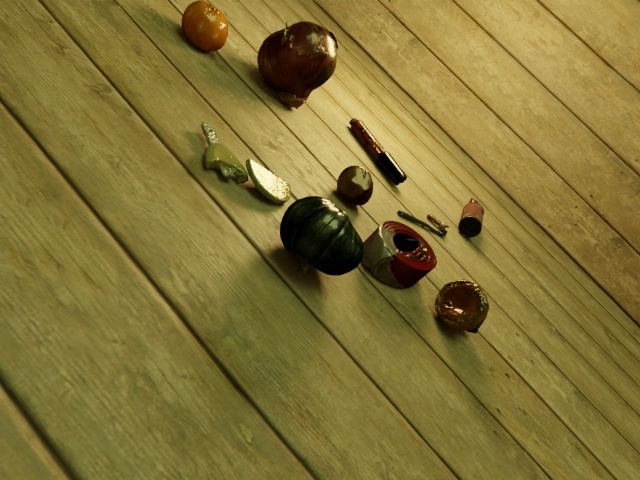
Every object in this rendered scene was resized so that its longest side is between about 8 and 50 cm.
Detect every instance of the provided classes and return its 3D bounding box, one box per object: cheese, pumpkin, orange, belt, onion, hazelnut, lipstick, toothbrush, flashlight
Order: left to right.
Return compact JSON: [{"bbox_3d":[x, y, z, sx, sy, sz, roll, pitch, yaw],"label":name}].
[{"bbox_3d":[-0.450,-0.845,1.852,0.193,0.161,0.193,34,28,-21],"label":"orange"},{"bbox_3d":[-0.305,-0.269,1.416,0.127,0.050,0.235,6,48,-44],"label":"cheese"},{"bbox_3d":[-0.097,-0.772,1.998,0.353,0.353,0.353,29,33,-22],"label":"onion"},{"bbox_3d":[0.000,0.000,1.298,0.250,0.216,0.250,29,1,0],"label":"pumpkin"},{"bbox_3d":[0.130,-0.203,1.770,0.143,0.143,0.154,-13,69,-54],"label":"hazelnut"},{"bbox_3d":[0.265,-0.429,2.242,0.077,0.077,0.418,-3,52,-50],"label":"lipstick"},{"bbox_3d":[0.263,0.046,1.625,0.324,0.115,0.227,1,48,-50],"label":"belt"},{"bbox_3d":[0.448,-0.075,2.065,0.297,0.030,0.030,21,11,-29],"label":"toothbrush"},{"bbox_3d":[0.536,-0.083,2.171,0.110,0.052,0.031,36,67,0],"label":"flashlight"}]

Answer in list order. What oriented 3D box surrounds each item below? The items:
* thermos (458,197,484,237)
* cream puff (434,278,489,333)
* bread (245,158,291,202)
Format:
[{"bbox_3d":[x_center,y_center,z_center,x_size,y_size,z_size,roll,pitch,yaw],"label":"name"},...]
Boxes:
[{"bbox_3d":[0.788,-0.115,2.421,0.136,0.109,0.330,43,31,0],"label":"thermos"},{"bbox_3d":[0.501,0.248,1.629,0.169,0.183,0.183,50,19,-44],"label":"cream puff"},{"bbox_3d":[-0.157,-0.163,1.456,0.193,0.036,0.112,28,38,-45],"label":"bread"}]
